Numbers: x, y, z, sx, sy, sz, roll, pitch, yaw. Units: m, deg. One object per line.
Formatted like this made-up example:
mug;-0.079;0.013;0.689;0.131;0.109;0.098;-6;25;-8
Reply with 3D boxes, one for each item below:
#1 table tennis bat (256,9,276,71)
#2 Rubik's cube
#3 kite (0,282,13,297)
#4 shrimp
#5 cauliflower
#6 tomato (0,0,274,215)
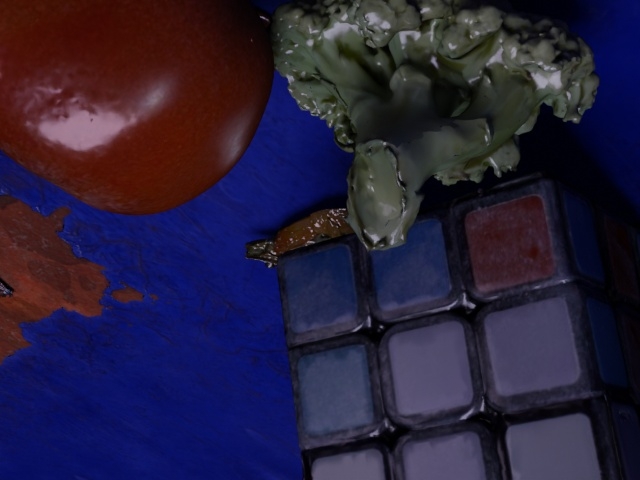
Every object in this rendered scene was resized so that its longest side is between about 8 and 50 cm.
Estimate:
table tennis bat;-0.112;-0.221;1.231;0.155;0.019;0.098;5;141;7
Rubik's cube;0.193;0.159;1.254;0.362;0.363;0.359;-18;158;30
kite;-0.559;0.048;1.695;0.189;0.009;0.232;19;140;-3
shrimp;0.000;-0.002;1.434;0.217;0.051;0.115;-3;132;21
cauliflower;0.100;-0.158;1.049;0.327;0.281;0.260;0;112;8
tomato;-0.195;-0.196;1.054;0.273;0.341;0.341;-38;122;14
